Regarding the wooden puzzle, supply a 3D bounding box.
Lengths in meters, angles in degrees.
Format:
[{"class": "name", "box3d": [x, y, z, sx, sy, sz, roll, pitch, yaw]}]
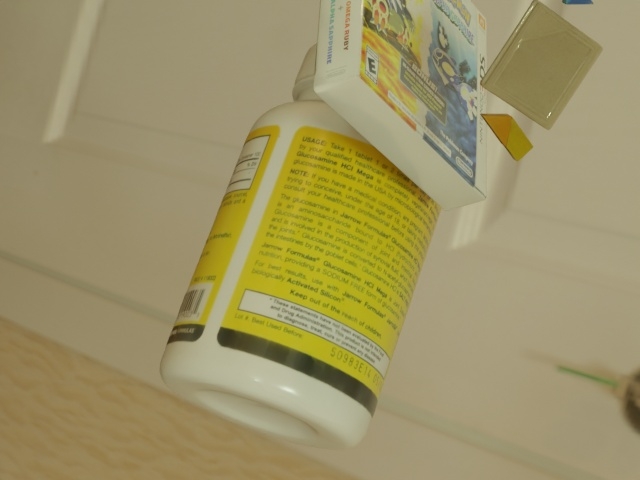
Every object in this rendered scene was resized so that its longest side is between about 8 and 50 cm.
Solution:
[{"class": "wooden puzzle", "box3d": [0.147, -0.117, 0.935, 0.078, 0.014, 0.116, 36, 95, -33]}]

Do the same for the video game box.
[{"class": "video game box", "box3d": [0.070, -0.151, 1.112, 0.205, 0.048, 0.187, 37, 45, -47]}]

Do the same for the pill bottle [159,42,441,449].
[{"class": "pill bottle", "box3d": [0.000, 0.000, 1.228, 0.188, 0.188, 0.334, 37, 66, -43]}]
